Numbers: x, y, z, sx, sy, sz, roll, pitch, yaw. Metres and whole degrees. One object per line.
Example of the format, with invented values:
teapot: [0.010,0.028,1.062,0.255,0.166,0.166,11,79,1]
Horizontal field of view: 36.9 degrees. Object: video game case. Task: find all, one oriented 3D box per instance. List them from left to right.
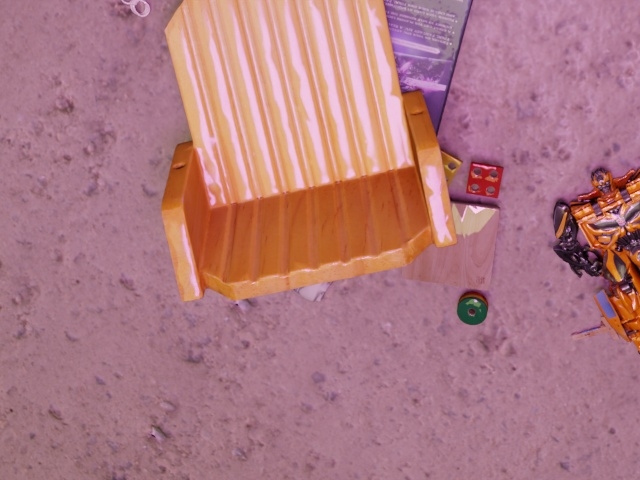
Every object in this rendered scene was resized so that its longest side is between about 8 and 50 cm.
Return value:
video game case: [0.094,-0.275,1.318,0.196,0.026,0.274,16,119,7]

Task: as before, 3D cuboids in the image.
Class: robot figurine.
robot figurine: [0.454,0.027,1.331,0.211,0.085,0.291,-29,105,20]

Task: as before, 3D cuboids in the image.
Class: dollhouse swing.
dollhouse swing: [-0.036,-0.151,1.207,0.346,0.315,0.305,-11,118,4]

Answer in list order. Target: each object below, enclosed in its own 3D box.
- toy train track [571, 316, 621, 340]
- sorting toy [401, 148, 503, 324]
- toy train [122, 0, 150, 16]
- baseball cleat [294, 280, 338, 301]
toy train track: [0.417,0.133,1.436,0.083,0.014,0.048,-21,116,29]
sorting toy: [0.192,-0.011,1.406,0.132,0.046,0.275,8,117,11]
toy train: [-0.253,-0.396,1.339,0.125,0.046,0.166,36,118,-3]
baseball cleat: [0.000,0.000,1.450,0.109,0.072,0.206,32,115,6]
